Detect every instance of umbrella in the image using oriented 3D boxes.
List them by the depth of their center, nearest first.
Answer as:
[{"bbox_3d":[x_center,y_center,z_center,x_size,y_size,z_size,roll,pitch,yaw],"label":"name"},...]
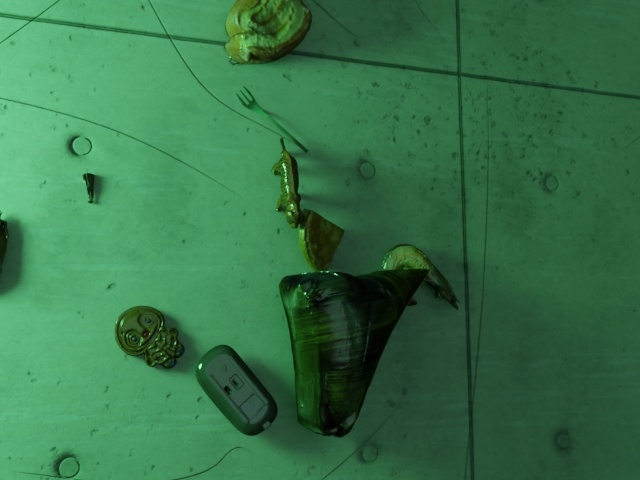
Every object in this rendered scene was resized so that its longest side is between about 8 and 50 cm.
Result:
[{"bbox_3d":[-0.542,-0.128,1.884,0.031,0.020,0.083,-5,83,-61],"label":"umbrella"}]

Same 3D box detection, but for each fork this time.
[{"bbox_3d":[-0.124,-0.303,2.067,0.235,0.021,0.039,42,75,-12],"label":"fork"}]

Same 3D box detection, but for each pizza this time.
[{"bbox_3d":[-0.001,0.000,2.049,0.134,0.046,0.175,-11,100,-39],"label":"pizza"}]

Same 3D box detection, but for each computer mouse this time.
[{"bbox_3d":[-0.202,0.358,1.924,0.120,0.057,0.232,-42,95,-21],"label":"computer mouse"}]

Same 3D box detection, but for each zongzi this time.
[{"bbox_3d":[0.122,0.266,2.001,0.432,0.207,0.404,-4,88,-32],"label":"zongzi"}]

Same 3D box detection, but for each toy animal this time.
[{"bbox_3d":[-0.079,-0.146,2.018,0.056,0.099,0.241,-3,85,-22],"label":"toy animal"}]

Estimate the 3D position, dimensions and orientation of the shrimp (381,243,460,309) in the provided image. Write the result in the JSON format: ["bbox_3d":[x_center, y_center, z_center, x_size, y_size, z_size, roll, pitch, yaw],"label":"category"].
[{"bbox_3d":[0.265,0.118,2.145,0.251,0.052,0.144,40,81,-3],"label":"shrimp"}]

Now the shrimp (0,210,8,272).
[{"bbox_3d":[-0.743,0.021,1.774,0.101,0.042,0.190,20,77,-10],"label":"shrimp"}]

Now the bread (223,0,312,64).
[{"bbox_3d":[-0.140,-0.547,2.040,0.190,0.123,0.244,40,72,-13],"label":"bread"}]

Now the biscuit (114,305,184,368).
[{"bbox_3d":[-0.399,0.227,1.883,0.175,0.026,0.124,38,72,-12],"label":"biscuit"}]
